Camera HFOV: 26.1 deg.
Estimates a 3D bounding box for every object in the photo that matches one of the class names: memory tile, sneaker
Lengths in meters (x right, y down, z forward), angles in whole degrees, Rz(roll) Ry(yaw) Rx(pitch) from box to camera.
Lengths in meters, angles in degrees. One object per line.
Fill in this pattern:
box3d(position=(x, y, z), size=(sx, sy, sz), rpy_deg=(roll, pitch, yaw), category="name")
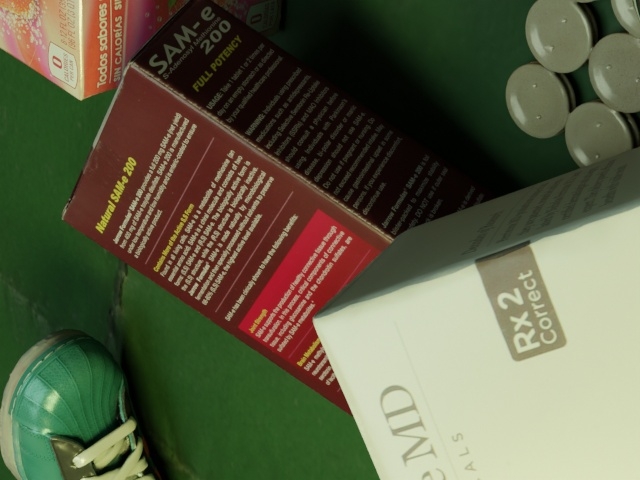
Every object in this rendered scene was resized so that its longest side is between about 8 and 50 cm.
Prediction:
box3d(position=(0.139, -0.090, 0.600), size=(0.113, 0.012, 0.148), rpy_deg=(37, 133, 30), category="memory tile")
box3d(position=(-0.148, 0.201, 1.017), size=(0.121, 0.108, 0.302), rpy_deg=(27, 137, 36), category="sneaker")

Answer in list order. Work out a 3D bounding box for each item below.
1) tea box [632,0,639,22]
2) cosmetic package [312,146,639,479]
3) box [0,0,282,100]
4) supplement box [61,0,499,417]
box3d(position=(0.275, -0.054, 0.300), size=(0.329, 0.220, 0.323), rpy_deg=(-12, 102, 50), category="tea box")
box3d(position=(0.122, 0.050, 0.530), size=(0.184, 0.151, 0.151), rpy_deg=(-21, 95, 19), category="cosmetic package")
box3d(position=(-0.111, -0.246, 0.692), size=(0.154, 0.142, 0.300), rpy_deg=(33, 132, 34), category="box")
box3d(position=(0.000, 0.000, 0.692), size=(0.239, 0.073, 0.130), rpy_deg=(34, 138, -1), category="supplement box")
